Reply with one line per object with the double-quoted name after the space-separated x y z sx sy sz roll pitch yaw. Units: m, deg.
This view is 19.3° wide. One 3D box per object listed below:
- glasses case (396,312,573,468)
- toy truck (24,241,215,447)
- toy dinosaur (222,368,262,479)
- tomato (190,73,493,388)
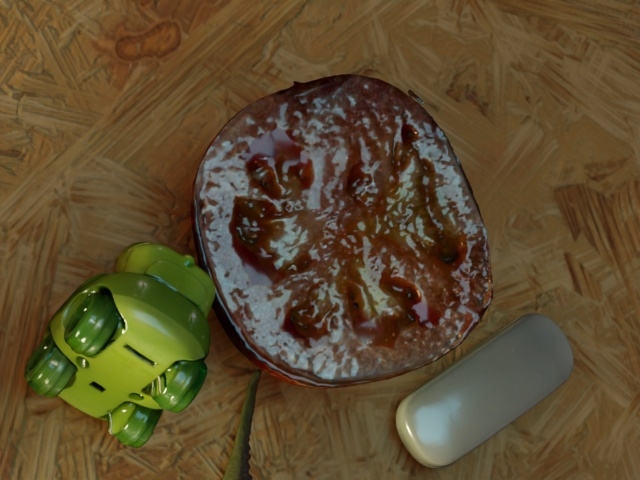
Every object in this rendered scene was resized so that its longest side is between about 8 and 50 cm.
0.181 0.162 2.047 0.233 0.059 0.092 -34 90 -27 "glasses case"
-0.176 0.078 1.832 0.148 0.187 0.211 35 65 -16 "toy truck"
-0.083 0.283 1.903 0.199 0.072 0.251 -24 75 -38 "toy dinosaur"
0.001 0.000 1.961 0.338 0.143 0.338 4 77 -20 "tomato"
